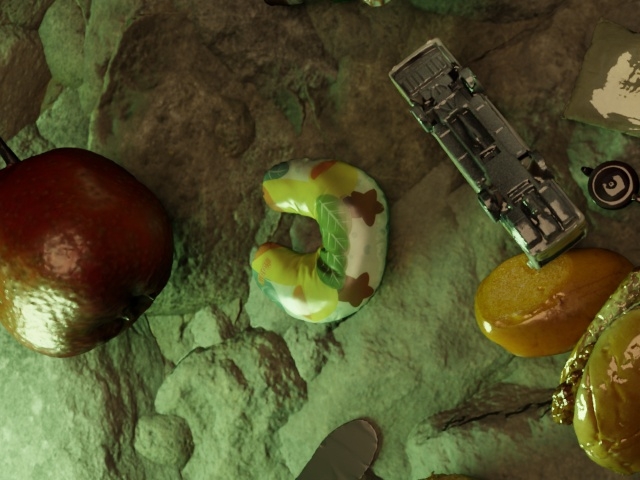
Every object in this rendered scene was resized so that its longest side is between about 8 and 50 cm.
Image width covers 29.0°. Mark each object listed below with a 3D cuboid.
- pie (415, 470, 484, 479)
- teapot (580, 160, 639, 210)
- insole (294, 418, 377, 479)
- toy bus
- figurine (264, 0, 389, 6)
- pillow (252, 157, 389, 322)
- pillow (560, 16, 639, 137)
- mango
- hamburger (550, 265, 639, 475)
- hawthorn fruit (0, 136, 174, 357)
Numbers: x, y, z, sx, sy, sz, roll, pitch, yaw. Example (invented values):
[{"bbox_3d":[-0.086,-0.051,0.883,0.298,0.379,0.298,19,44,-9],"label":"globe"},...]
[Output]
[{"bbox_3d":[0.181,0.486,1.672,0.339,0.083,0.339,0,89,16],"label":"pie"},{"bbox_3d":[0.391,-0.072,1.640,0.100,0.045,0.068,31,99,18],"label":"teapot"},{"bbox_3d":[-0.002,0.349,1.776,0.232,0.003,0.080,-47,75,12],"label":"insole"},{"bbox_3d":[0.217,-0.113,1.622,0.097,0.138,0.342,-36,65,4],"label":"toy bus"},{"bbox_3d":[0.087,-0.404,1.700,0.370,0.167,0.281,-8,49,27],"label":"figurine"},{"bbox_3d":[0.000,0.000,1.756,0.214,0.086,0.233,10,94,29],"label":"pillow"},{"bbox_3d":[0.449,-0.198,1.626,0.230,0.050,0.148,19,88,22],"label":"pillow"},{"bbox_3d":[0.315,0.078,1.635,0.217,0.102,0.141,-23,54,11],"label":"mango"},{"bbox_3d":[0.399,0.152,1.542,0.245,0.282,0.155,-21,36,-7],"label":"hamburger"},{"bbox_3d":[-0.373,-0.019,1.772,0.285,0.285,0.369,-38,73,13],"label":"hawthorn fruit"}]
